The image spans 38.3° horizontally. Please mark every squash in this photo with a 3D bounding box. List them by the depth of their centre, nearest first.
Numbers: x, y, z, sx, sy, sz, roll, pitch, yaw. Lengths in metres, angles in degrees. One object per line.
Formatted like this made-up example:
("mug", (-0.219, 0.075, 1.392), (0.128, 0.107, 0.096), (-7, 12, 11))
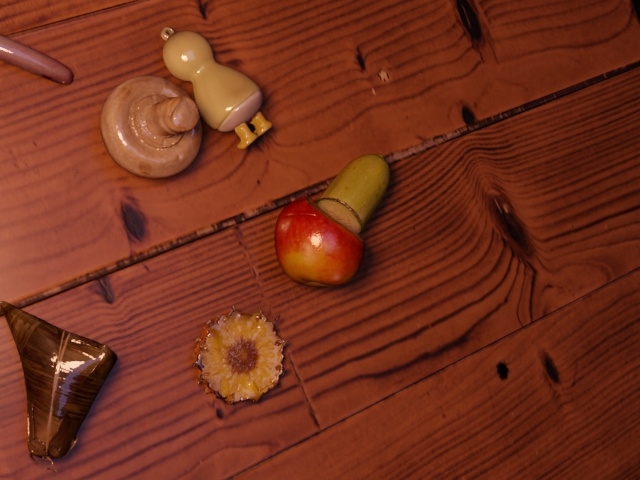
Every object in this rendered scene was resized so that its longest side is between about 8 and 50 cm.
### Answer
("squash", (0.082, -0.114, 1.995), (0.123, 0.123, 0.186), (39, 67, -13))

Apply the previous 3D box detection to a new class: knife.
("knife", (-0.612, -0.358, 1.773), (0.278, 0.053, 0.123), (20, 81, -18))

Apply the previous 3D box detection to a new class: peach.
("peach", (0.000, 0.000, 1.906), (0.190, 0.190, 0.192), (1, 88, -23))

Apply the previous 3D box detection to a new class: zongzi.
("zongzi", (-0.534, 0.267, 1.703), (0.241, 0.111, 0.247), (24, 79, 1))

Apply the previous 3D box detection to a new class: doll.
("doll", (-0.224, -0.324, 1.904), (0.296, 0.117, 0.141), (46, 61, 4))

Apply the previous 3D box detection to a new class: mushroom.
("mushroom", (-0.326, -0.216, 1.799), (0.206, 0.209, 0.206), (-5, 110, -15))

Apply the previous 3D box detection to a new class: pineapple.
("pineapple", (-0.162, 0.233, 1.884), (0.221, 0.047, 0.221), (2, 85, -25))
